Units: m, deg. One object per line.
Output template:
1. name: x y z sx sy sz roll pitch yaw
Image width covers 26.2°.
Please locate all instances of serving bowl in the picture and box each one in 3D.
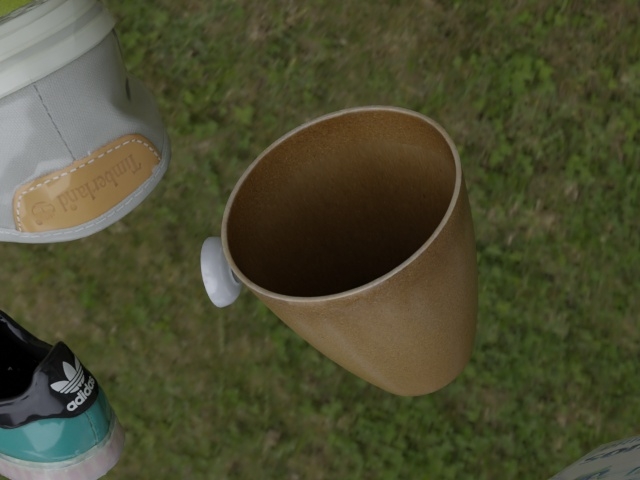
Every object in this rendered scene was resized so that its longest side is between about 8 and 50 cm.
1. serving bowl: -0.110 0.035 1.595 0.027 0.083 0.083 -10 119 18

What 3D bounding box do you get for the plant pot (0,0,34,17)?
1. plant pot: -0.451 -0.356 1.630 0.275 0.274 0.293 -32 148 33

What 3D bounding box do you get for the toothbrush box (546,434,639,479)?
1. toothbrush box: 0.122 0.212 0.540 0.126 0.295 0.216 -25 86 45

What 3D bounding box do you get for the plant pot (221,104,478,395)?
1. plant pot: 0.062 0.039 1.362 0.237 0.237 0.254 -7 138 23

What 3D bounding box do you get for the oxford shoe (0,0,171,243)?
1. oxford shoe: -0.187 -0.074 0.870 0.169 0.449 0.130 -32 104 -9

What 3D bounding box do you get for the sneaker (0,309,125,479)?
1. sneaker: -0.290 0.094 1.032 0.302 0.108 0.121 8 131 23
